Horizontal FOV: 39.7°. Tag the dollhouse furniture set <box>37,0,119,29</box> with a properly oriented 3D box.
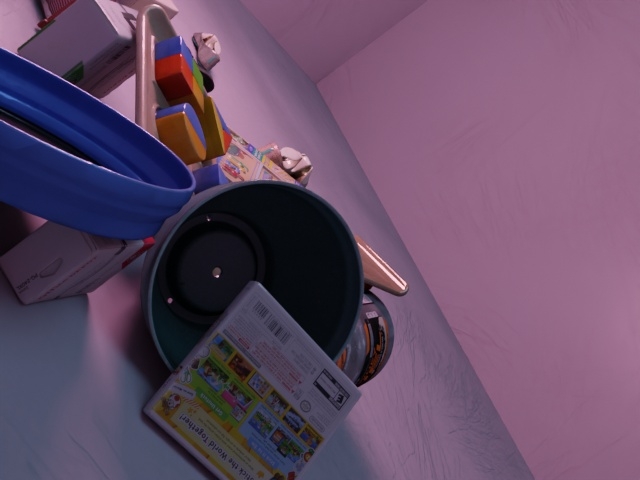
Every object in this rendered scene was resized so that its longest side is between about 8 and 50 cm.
[{"bbox_3d":[-0.326,-0.497,1.571,0.152,0.374,0.201,46,13,-54],"label":"dollhouse furniture set"}]

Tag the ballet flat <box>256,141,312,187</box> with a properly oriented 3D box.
[{"bbox_3d":[-0.081,-0.182,2.279,0.107,0.106,0.316,58,12,14],"label":"ballet flat"}]

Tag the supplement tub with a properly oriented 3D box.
[{"bbox_3d":[0.001,0.164,1.454,0.193,0.194,0.316,57,13,10],"label":"supplement tub"}]

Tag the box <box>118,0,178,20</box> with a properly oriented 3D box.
[{"bbox_3d":[-0.416,-0.518,1.895,0.094,0.113,0.275,55,11,5],"label":"box"}]

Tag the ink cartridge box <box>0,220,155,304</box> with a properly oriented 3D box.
[{"bbox_3d":[-0.273,0.013,1.006,0.063,0.109,0.150,56,12,6],"label":"ink cartridge box"}]

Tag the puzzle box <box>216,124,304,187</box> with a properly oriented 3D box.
[{"bbox_3d":[-0.140,-0.118,1.835,0.272,0.052,0.409,39,13,-11],"label":"puzzle box"}]

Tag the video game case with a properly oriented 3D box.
[{"bbox_3d":[-0.076,0.200,1.102,0.227,0.206,0.026,49,-23,-25],"label":"video game case"}]

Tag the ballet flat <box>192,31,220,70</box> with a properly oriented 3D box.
[{"bbox_3d":[-0.308,-0.534,2.452,0.072,0.068,0.213,47,14,-33],"label":"ballet flat"}]

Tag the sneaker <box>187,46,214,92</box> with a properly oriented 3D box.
[{"bbox_3d":[-0.324,-0.437,2.164,0.170,0.051,0.089,37,26,-46],"label":"sneaker"}]

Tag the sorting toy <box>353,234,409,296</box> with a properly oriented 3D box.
[{"bbox_3d":[0.000,0.000,1.607,0.229,0.041,0.307,19,18,-38],"label":"sorting toy"}]

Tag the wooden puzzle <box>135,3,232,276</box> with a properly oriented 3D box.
[{"bbox_3d":[-0.205,-0.160,1.424,0.322,0.081,0.347,66,16,-50],"label":"wooden puzzle"}]

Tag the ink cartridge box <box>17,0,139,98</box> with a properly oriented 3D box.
[{"bbox_3d":[-0.364,-0.308,1.431,0.087,0.153,0.208,55,11,0],"label":"ink cartridge box"}]

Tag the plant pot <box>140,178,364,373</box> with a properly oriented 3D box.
[{"bbox_3d":[-0.116,0.054,1.198,0.293,0.293,0.196,49,-14,-25],"label":"plant pot"}]

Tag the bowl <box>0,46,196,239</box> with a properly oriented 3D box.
[{"bbox_3d":[-0.323,-0.125,0.964,0.391,0.077,0.391,30,9,-5],"label":"bowl"}]
